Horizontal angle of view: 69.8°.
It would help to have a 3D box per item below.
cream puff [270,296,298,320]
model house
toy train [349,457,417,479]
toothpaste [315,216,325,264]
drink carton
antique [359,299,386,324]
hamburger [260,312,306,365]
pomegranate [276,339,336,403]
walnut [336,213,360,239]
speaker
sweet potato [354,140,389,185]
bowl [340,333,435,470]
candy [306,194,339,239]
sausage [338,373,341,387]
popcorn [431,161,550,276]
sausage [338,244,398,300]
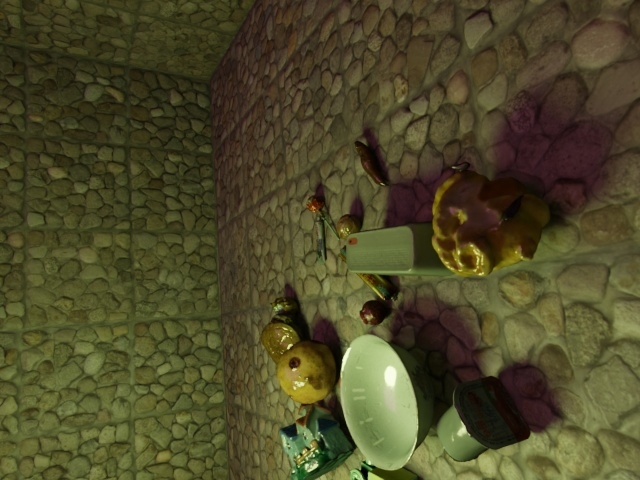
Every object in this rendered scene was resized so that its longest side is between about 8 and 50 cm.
[{"bbox_3d":[-0.179,0.364,2.444,0.156,0.156,0.121,-62,-3,39],"label":"cream puff"},{"bbox_3d":[-0.048,0.849,2.013,0.329,0.252,0.295,60,146,34],"label":"model house"},{"bbox_3d":[0.231,0.989,1.663,0.253,0.160,0.397,-2,87,54],"label":"toy train"},{"bbox_3d":[0.000,0.000,2.201,0.060,0.038,0.233,-13,80,59],"label":"toothpaste"},{"bbox_3d":[0.428,0.513,1.295,0.185,0.191,0.189,67,150,32],"label":"drink carton"},{"bbox_3d":[0.206,0.277,1.769,0.104,0.104,0.104,-2,88,61],"label":"antique"},{"bbox_3d":[-0.191,0.531,2.361,0.285,0.134,0.265,49,143,10],"label":"hamburger"},{"bbox_3d":[-0.055,0.584,2.061,0.281,0.281,0.281,-2,88,61],"label":"pomegranate"},{"bbox_3d":[0.116,-0.054,1.935,0.105,0.105,0.124,63,145,40],"label":"walnut"},{"bbox_3d":[0.264,0.034,1.580,0.406,0.184,0.183,-8,84,60],"label":"speaker"},{"bbox_3d":[0.198,-0.306,1.832,0.067,0.067,0.274,-58,48,43],"label":"sweet potato"},{"bbox_3d":[0.259,0.528,1.569,0.435,0.196,0.435,0,90,60],"label":"bowl"},{"bbox_3d":[0.017,-0.103,2.156,0.084,0.078,0.287,-56,51,34],"label":"candy"},{"bbox_3d":[0.148,0.529,1.858,0.113,0.113,0.259,52,133,48],"label":"sausage"},{"bbox_3d":[0.449,-0.041,1.222,0.297,0.281,0.316,-15,40,24],"label":"popcorn"},{"bbox_3d":[0.193,0.137,1.816,0.371,0.082,0.082,46,128,50],"label":"sausage"}]
